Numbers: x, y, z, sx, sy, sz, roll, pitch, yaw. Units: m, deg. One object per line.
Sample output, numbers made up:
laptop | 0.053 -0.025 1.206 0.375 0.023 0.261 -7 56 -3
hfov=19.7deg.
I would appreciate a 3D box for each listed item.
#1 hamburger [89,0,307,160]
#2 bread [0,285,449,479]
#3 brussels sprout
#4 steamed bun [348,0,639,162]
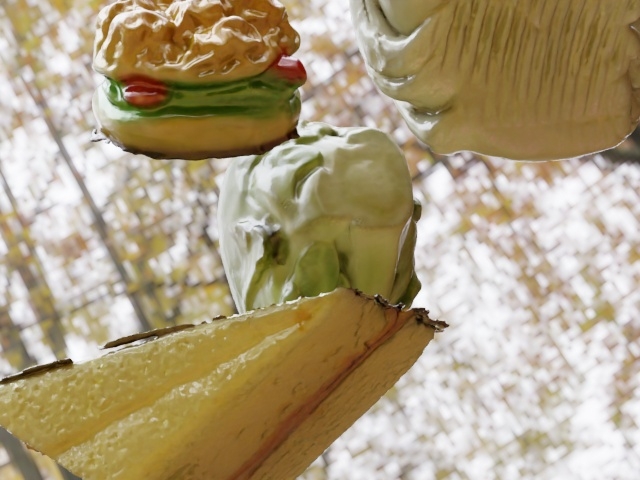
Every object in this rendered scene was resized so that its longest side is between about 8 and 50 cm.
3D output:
hamburger | -0.122 -0.183 1.852 0.237 0.237 0.149 -12 -65 -28
bread | -0.100 0.124 1.891 0.405 0.242 0.345 -48 -20 -10
brussels sprout | 0.000 0.000 2.195 0.247 0.328 0.328 -12 -37 -22
steamed bun | 0.200 -0.268 2.020 0.352 0.247 0.339 -2 -69 -15
